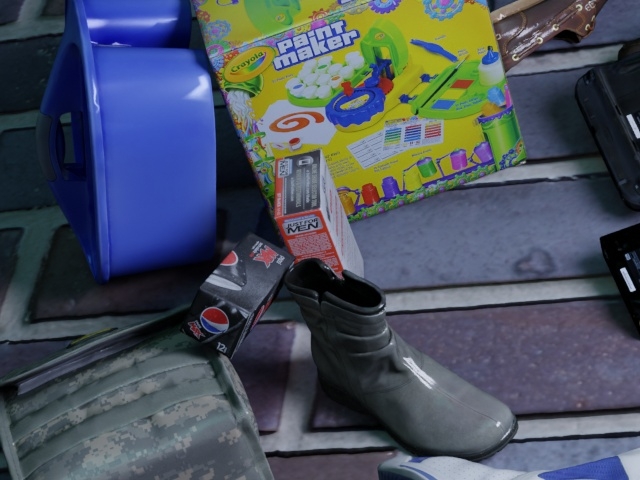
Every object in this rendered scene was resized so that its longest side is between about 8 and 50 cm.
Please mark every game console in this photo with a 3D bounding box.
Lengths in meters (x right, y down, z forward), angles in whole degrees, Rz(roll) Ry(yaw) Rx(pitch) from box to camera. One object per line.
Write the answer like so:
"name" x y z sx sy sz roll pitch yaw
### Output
"game console" 0.372 -0.064 2.030 0.213 0.044 0.361 -19 50 1

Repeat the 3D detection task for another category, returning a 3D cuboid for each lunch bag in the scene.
"lunch bag" -0.190 0.175 1.937 0.235 0.169 0.287 -22 36 -5

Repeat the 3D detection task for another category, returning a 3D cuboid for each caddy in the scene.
"caddy" -0.217 -0.113 2.137 0.179 0.341 0.241 -7 41 -11

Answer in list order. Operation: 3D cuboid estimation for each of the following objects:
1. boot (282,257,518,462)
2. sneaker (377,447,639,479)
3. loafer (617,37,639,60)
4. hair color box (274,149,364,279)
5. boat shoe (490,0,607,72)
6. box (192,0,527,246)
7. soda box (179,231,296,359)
"boot" 0.068 0.113 1.901 0.246 0.161 0.083 22 57 37
"sneaker" 0.210 0.252 1.742 0.182 0.127 0.315 -12 10 -38
"loafer" 0.422 -0.232 2.186 0.220 0.080 0.078 -21 42 -1
"hair color box" 0.000 0.000 2.042 0.053 0.167 0.093 -11 42 10
"boat shoe" 0.278 -0.257 2.284 0.207 0.073 0.073 -27 79 -13
"box" 0.040 -0.188 2.141 0.290 0.279 0.177 -19 42 1
"soda box" -0.079 0.051 1.924 0.060 0.053 0.169 28 23 4
